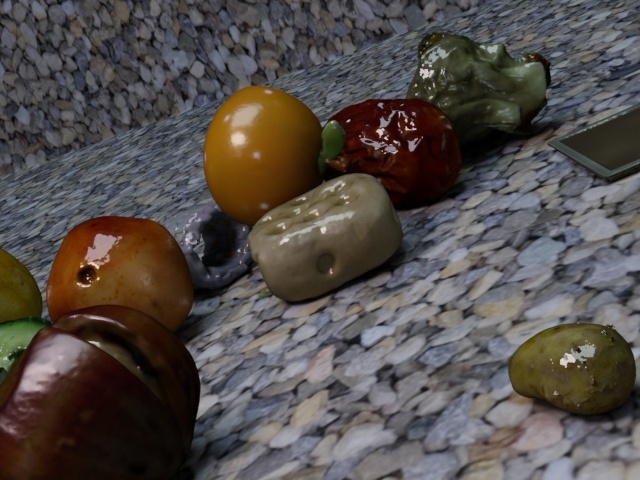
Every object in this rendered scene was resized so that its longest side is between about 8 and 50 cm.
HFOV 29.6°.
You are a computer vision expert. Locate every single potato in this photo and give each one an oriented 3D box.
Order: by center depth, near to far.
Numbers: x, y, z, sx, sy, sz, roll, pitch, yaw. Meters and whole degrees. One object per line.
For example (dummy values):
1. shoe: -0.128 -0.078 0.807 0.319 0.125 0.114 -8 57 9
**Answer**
1. potato: 0.220 0.110 1.076 0.092 0.070 0.138 -29 16 -24

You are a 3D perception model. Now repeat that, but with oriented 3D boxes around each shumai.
1. shumai: 0.265 -0.224 1.991 0.218 0.189 0.256 7 -13 21

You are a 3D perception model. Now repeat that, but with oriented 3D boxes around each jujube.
1. jujube: 0.105 -0.137 1.890 0.174 0.174 0.250 -34 19 -35

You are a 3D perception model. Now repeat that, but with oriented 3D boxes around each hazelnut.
1. hazelnut: -0.240 0.192 1.263 0.217 0.217 0.251 -10 30 40

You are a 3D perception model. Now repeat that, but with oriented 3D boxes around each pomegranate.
1. pomegranate: -0.287 0.062 1.711 0.209 0.209 0.209 -21 15 6

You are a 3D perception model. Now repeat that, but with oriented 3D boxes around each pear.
1. pear: -0.580 0.098 2.061 0.200 0.200 0.200 -21 15 6

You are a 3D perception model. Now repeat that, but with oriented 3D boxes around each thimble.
1. thimble: -0.185 0.008 1.900 0.118 0.127 0.151 -10 25 43

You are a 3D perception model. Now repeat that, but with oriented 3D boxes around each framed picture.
1. framed picture: 0.457 -0.151 1.724 0.217 0.017 0.274 -23 15 2

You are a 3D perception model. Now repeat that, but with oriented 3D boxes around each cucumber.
1. cucumber: -0.421 0.199 1.607 0.191 0.130 0.191 -24 18 8

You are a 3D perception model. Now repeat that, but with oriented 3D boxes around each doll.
1. doll: -0.057 -0.120 1.823 0.236 0.213 0.213 6 26 20

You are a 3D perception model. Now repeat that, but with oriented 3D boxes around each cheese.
1. cheese: 0.000 0.000 1.683 0.218 0.117 0.235 -36 17 -32
